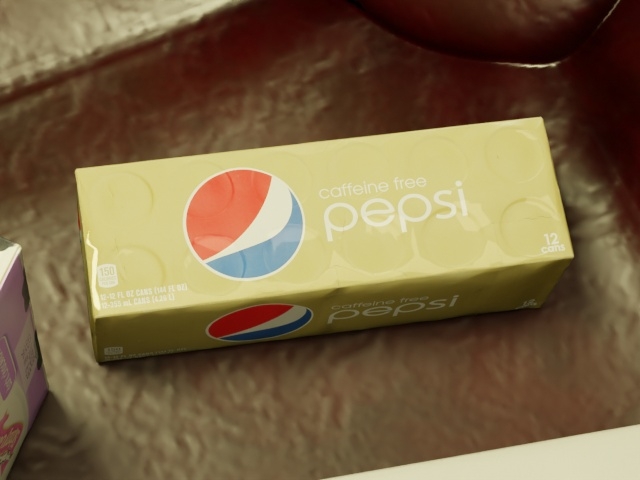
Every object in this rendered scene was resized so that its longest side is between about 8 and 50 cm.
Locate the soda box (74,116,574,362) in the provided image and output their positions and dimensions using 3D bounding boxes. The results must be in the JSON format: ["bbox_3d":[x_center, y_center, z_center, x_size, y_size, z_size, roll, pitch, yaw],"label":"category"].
[{"bbox_3d":[0.000,0.000,0.699,0.181,0.058,0.061,-7,69,-8],"label":"soda box"}]

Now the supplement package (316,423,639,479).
[{"bbox_3d":[0.097,0.162,0.582,0.293,0.175,0.177,-9,71,-9],"label":"supplement package"}]

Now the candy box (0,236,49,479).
[{"bbox_3d":[-0.196,0.020,0.612,0.196,0.165,0.070,23,69,3],"label":"candy box"}]
